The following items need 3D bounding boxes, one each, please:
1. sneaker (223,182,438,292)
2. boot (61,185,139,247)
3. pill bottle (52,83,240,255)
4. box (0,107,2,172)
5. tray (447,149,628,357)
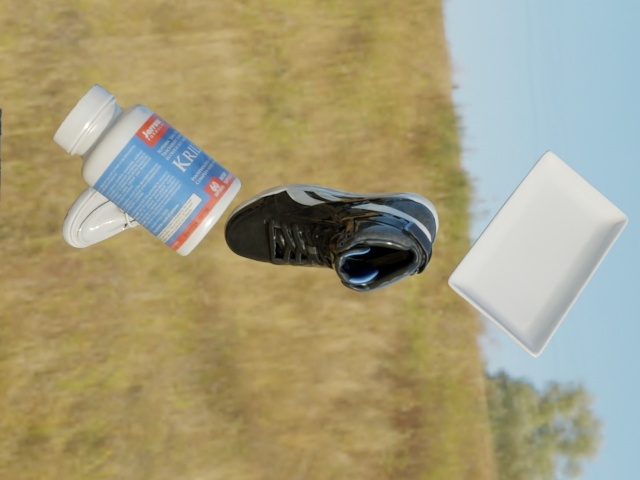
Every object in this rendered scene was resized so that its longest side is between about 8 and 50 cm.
[{"bbox_3d":[0.000,0.000,1.174,0.121,0.217,0.079,-66,150,-64],"label":"sneaker"},{"bbox_3d":[-0.298,-0.063,2.027,0.123,0.258,0.095,30,-28,40],"label":"boot"},{"bbox_3d":[-0.221,-0.093,1.537,0.221,0.124,0.124,38,7,-9],"label":"pill bottle"},{"bbox_3d":[-0.609,-0.033,2.058,0.295,0.073,0.293,-44,-135,48],"label":"box"},{"bbox_3d":[0.274,0.015,1.545,0.270,0.145,0.030,-49,178,-32],"label":"tray"}]
